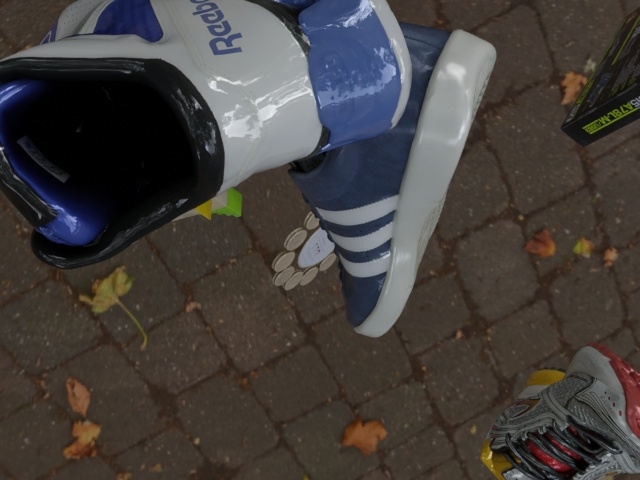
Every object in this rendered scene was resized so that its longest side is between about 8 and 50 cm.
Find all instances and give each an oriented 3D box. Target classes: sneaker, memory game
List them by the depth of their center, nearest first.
[{"bbox_3d":[-0.125,-0.081,0.406,0.182,0.316,0.127,-34,120,-36],"label":"sneaker"},{"bbox_3d":[0.168,0.135,0.466,0.093,0.225,0.088,-41,75,-13],"label":"sneaker"},{"bbox_3d":[0.031,-0.045,0.602,0.148,0.131,0.350,20,143,9],"label":"sneaker"},{"bbox_3d":[0.000,0.000,1.010,0.186,0.012,0.186,-37,156,-20],"label":"memory game"}]

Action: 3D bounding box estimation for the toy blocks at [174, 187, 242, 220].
[{"bbox_3d":[-0.356,-0.130,1.274,0.261,0.190,0.381,-13,153,24],"label":"toy blocks"}]

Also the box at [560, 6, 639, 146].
[{"bbox_3d":[0.370,-0.212,0.780,0.045,0.184,0.190,34,73,-3],"label":"box"}]
